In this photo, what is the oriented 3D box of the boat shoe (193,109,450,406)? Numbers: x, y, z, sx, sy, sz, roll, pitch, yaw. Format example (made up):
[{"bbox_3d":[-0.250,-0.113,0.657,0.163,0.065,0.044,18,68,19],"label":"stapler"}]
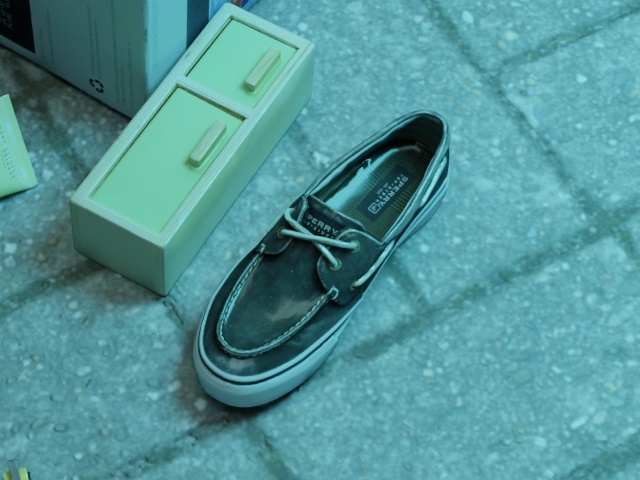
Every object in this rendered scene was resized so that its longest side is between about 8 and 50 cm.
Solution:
[{"bbox_3d":[0.000,0.000,1.761,0.121,0.119,0.335,31,61,15],"label":"boat shoe"}]

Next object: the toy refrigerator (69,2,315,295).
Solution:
[{"bbox_3d":[-0.115,-0.090,1.828,0.102,0.094,0.269,27,59,14],"label":"toy refrigerator"}]

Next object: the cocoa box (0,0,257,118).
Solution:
[{"bbox_3d":[-0.187,-0.327,1.825,0.231,0.347,0.228,30,60,15],"label":"cocoa box"}]

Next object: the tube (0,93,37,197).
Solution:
[{"bbox_3d":[-0.364,-0.046,1.769,0.240,0.070,0.062,-28,66,-33],"label":"tube"}]

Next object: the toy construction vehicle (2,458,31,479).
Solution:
[{"bbox_3d":[-0.283,0.221,1.654,0.086,0.035,0.098,-8,58,-8],"label":"toy construction vehicle"}]
